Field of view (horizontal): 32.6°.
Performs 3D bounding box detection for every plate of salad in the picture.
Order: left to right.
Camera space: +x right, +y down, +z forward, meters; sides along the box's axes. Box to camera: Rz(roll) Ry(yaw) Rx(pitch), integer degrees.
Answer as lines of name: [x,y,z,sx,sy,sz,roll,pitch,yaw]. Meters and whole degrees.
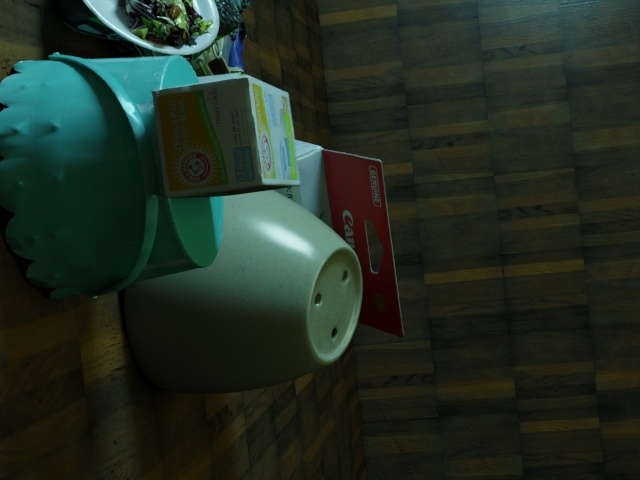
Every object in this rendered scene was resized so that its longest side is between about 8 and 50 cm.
plate of salad: [-0.208,-0.310,1.336,0.048,0.200,0.200,-46,-151,40]

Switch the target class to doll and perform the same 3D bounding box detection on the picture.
doll: [-0.172,-0.419,2.188,0.129,0.046,0.189,49,36,-75]

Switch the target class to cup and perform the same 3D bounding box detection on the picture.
cup: [-0.080,0.073,1.547,0.331,0.237,0.331,-29,123,-58]

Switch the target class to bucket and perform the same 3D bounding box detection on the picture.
bucket: [-0.228,-0.077,1.230,0.281,0.183,0.281,-7,90,-80]

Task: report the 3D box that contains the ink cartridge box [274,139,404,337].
ink cartridge box: [0.000,0.000,1.686,0.066,0.261,0.296,-25,117,-34]

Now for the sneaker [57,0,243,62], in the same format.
sneaker: [-0.235,-0.284,1.472,0.134,0.146,0.343,51,22,13]

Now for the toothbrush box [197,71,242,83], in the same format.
toothbrush box: [-0.170,-0.098,1.778,0.206,0.122,0.283,-81,162,-54]

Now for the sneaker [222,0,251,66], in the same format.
sneaker: [-0.170,-0.427,2.044,0.083,0.098,0.223,32,53,-78]

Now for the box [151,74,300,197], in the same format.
box: [-0.095,-0.106,1.169,0.203,0.103,0.114,-13,95,-80]

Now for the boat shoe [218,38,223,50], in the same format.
boat shoe: [-0.209,-0.399,1.961,0.045,0.050,0.135,-3,77,-77]

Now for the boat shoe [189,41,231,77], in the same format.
boat shoe: [-0.193,-0.307,1.859,0.285,0.089,0.104,70,17,-54]
